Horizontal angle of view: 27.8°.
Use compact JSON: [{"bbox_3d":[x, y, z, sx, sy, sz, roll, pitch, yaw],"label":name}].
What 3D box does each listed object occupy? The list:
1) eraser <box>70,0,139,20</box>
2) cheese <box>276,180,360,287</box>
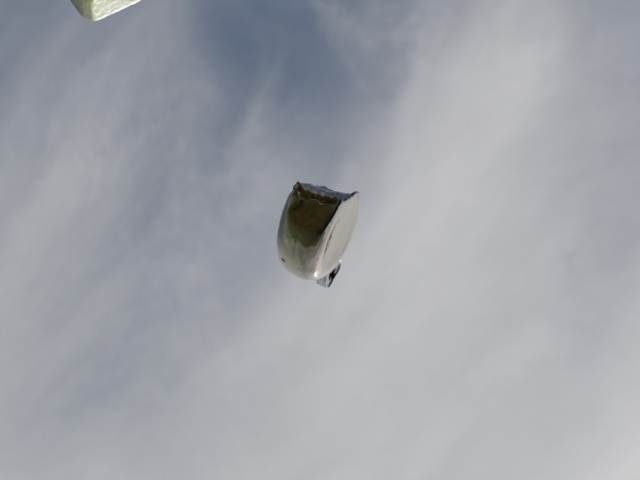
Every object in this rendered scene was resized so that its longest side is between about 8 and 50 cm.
[{"bbox_3d":[-0.230,-0.315,1.300,0.117,0.058,0.172,-30,-109,-21],"label":"eraser"},{"bbox_3d":[0.003,-0.007,1.174,0.047,0.171,0.092,26,-91,16],"label":"cheese"}]
